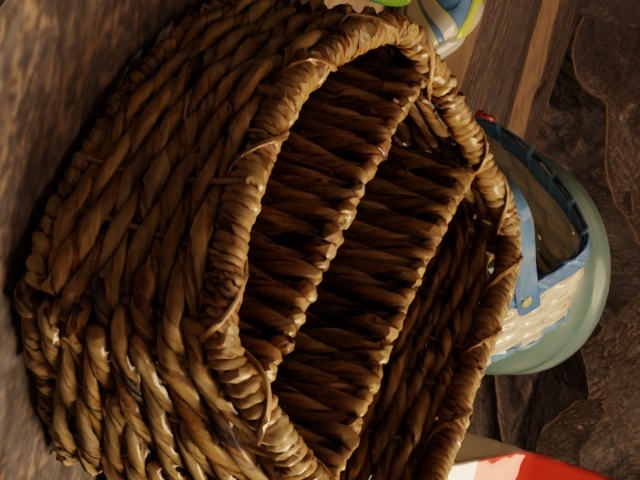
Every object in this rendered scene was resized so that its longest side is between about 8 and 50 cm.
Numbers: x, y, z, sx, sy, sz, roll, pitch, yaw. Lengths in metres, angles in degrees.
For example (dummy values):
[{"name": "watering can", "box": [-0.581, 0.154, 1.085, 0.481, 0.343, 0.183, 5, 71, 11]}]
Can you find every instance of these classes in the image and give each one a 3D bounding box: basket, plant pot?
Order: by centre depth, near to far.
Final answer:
[{"name": "basket", "box": [0.000, 0.000, 0.645, 0.213, 0.223, 0.299, 94, 20, -46]}, {"name": "basket", "box": [0.132, -0.030, 1.085, 0.201, 0.255, 0.289, -31, 143, -2]}, {"name": "plant pot", "box": [0.180, 0.035, 1.394, 0.196, 0.293, 0.293, -6, 115, -47]}]

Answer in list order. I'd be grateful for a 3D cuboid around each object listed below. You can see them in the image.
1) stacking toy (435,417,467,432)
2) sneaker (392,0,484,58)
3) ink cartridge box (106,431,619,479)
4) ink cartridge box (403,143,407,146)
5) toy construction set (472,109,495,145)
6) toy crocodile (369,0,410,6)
[{"name": "stacking toy", "box": [0.038, 0.333, 1.249, 0.330, 0.141, 0.141, -48, 174, 18]}, {"name": "sneaker", "box": [0.119, -0.291, 1.112, 0.240, 0.091, 0.126, -65, 147, -29]}, {"name": "ink cartridge box", "box": [0.035, 0.265, 0.765, 0.091, 0.384, 0.308, -52, 156, -60]}, {"name": "ink cartridge box", "box": [0.000, -0.037, 0.852, 0.060, 0.104, 0.180, 46, 62, -75]}, {"name": "toy construction set", "box": [0.216, -0.019, 1.628, 0.215, 0.151, 0.328, -83, -175, -73]}, {"name": "toy crocodile", "box": [0.062, -0.256, 0.826, 0.340, 0.105, 0.115, 37, 70, -76]}]
